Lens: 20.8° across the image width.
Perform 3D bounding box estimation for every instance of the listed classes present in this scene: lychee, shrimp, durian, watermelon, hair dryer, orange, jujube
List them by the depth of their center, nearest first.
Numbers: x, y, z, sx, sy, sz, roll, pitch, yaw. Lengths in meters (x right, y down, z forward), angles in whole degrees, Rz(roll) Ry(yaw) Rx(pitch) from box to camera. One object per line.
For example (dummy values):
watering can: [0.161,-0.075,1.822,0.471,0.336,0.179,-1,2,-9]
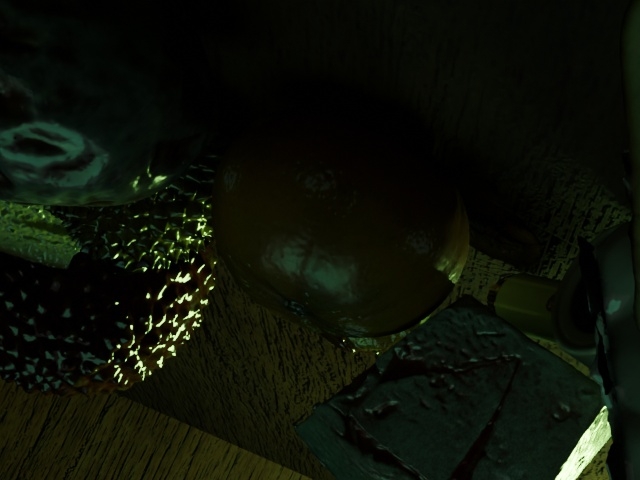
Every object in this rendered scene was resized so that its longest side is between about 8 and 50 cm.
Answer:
jujube: [-0.226,-0.131,1.381,0.308,0.215,0.246,6,153,39]
orange: [0.012,-0.010,1.500,0.240,0.171,0.240,23,164,7]
watermelon: [0.145,0.124,1.523,0.213,0.262,0.201,35,130,16]
hair dryer: [0.249,0.072,1.553,0.203,0.128,0.362,32,171,-26]
shrimp: [0.141,-0.014,1.572,0.127,0.025,0.091,24,163,-2]
durian: [-0.180,-0.036,1.583,0.237,0.137,0.193,-6,-171,-28]
lychee: [-0.248,0.034,1.860,0.276,0.304,0.275,7,134,7]

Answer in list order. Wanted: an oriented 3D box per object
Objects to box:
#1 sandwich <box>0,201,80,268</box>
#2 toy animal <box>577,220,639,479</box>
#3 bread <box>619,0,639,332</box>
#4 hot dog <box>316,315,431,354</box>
sandwich: [-0.329,-0.078,1.682,0.258,0.096,0.094,46,122,4]
toy animal: [0.373,0.096,1.255,0.357,0.194,0.257,-7,126,10]
bread: [0.260,-0.012,1.038,0.224,0.211,0.184,31,171,-41]
hot dog: [0.024,0.064,1.863,0.146,0.103,0.213,33,164,-29]
